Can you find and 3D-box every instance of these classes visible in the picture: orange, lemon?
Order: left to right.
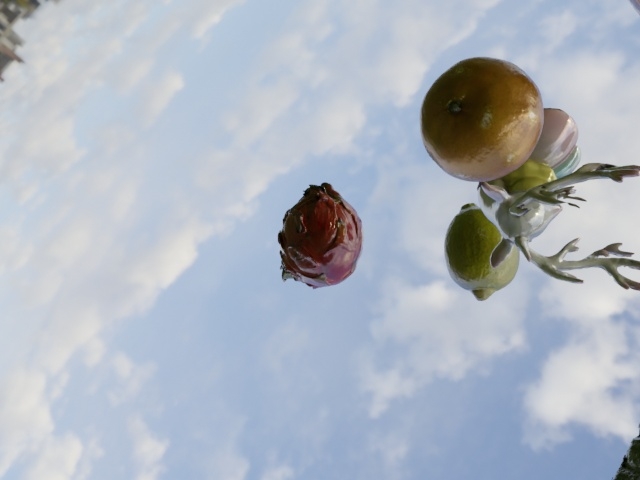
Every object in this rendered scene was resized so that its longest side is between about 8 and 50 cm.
[{"bbox_3d":[0.194,-0.150,1.000,0.156,0.124,0.156,-15,-112,39],"label":"orange"},{"bbox_3d":[0.384,0.020,1.943,0.184,0.184,0.249,-21,-114,38],"label":"lemon"}]

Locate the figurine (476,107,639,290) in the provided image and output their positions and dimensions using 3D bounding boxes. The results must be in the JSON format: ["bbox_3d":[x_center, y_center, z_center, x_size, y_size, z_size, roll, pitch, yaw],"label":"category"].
[{"bbox_3d":[0.379,-0.078,1.305,0.284,0.206,0.316,-4,-140,21],"label":"figurine"}]

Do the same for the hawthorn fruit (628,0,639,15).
[{"bbox_3d":[0.497,-0.379,1.028,0.258,0.262,0.258,-27,179,0],"label":"hawthorn fruit"}]

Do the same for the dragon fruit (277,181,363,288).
[{"bbox_3d":[0.000,0.000,1.546,0.172,0.172,0.210,-102,-156,-54],"label":"dragon fruit"}]

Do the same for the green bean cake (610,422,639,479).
[{"bbox_3d":[0.499,0.323,0.987,0.247,0.249,0.156,-58,-165,-10],"label":"green bean cake"}]
